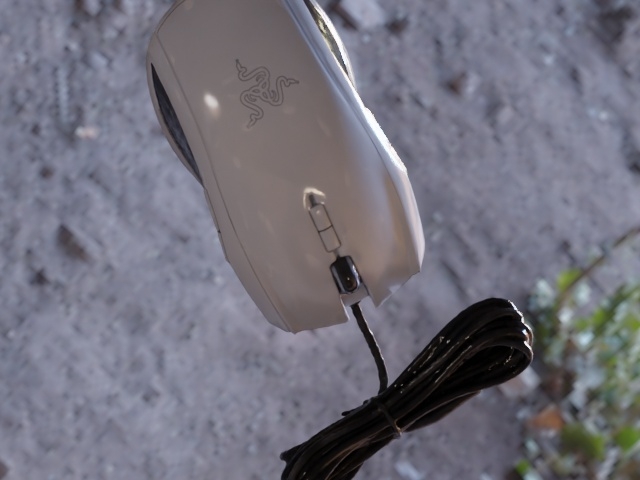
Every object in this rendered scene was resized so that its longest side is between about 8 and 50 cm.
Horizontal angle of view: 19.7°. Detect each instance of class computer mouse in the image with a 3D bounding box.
[{"bbox_3d":[0.000,0.000,0.629,0.193,0.106,0.042,63,-1,-28],"label":"computer mouse"}]
